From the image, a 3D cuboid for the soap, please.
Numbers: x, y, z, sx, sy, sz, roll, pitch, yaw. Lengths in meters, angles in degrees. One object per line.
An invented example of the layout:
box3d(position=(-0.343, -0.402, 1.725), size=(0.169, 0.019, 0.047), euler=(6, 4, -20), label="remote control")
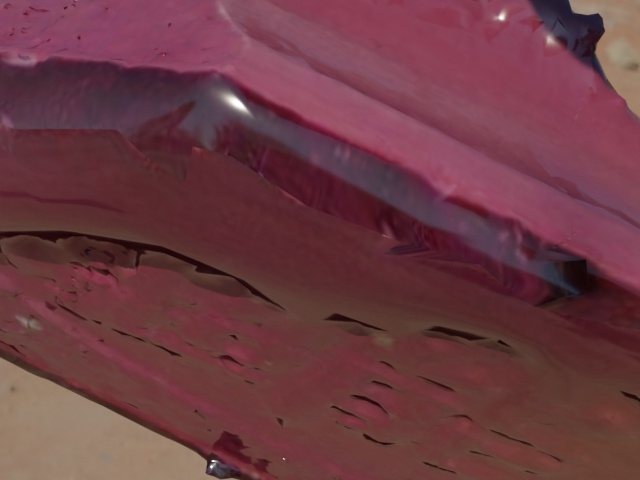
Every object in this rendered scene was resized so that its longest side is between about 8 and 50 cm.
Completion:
box3d(position=(0.000, 0.000, 0.504), size=(0.325, 0.220, 0.127), euler=(24, 57, -3), label="soap")
